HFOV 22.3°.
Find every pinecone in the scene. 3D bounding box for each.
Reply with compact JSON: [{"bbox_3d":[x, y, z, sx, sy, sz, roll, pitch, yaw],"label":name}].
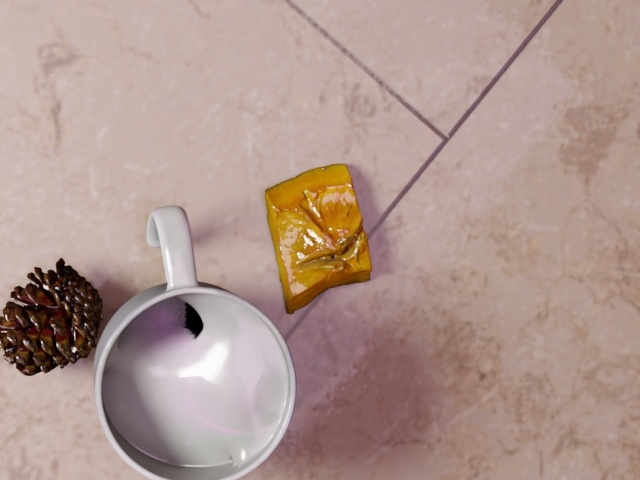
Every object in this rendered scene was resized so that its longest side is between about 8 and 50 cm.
[{"bbox_3d":[-0.194,0.057,1.157,0.083,0.077,0.077,-28,98,3],"label":"pinecone"}]

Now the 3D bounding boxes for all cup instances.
[{"bbox_3d":[-0.105,0.078,1.138,0.134,0.142,0.173,-38,99,-6],"label":"cup"}]

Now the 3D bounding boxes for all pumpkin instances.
[{"bbox_3d":[-0.001,-0.001,1.207,0.073,0.035,0.101,-16,98,-6],"label":"pumpkin"}]
